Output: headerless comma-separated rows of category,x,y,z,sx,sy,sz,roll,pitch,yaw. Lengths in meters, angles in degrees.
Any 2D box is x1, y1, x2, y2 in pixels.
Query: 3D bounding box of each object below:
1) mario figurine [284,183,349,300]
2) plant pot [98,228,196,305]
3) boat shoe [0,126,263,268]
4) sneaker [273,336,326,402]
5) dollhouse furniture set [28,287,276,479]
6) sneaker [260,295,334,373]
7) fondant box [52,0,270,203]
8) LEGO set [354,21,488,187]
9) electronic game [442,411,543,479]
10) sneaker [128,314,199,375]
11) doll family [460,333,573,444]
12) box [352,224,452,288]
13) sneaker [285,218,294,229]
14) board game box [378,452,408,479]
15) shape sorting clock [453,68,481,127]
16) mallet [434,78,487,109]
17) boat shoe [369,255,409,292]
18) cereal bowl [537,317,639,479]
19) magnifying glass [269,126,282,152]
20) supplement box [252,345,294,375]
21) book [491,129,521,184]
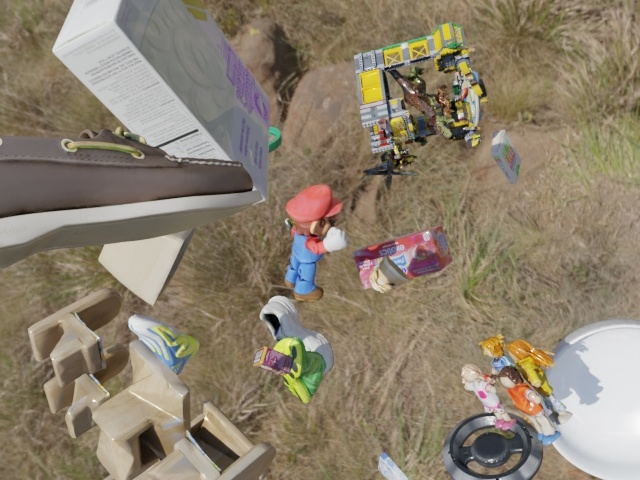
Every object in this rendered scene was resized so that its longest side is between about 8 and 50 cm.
mario figurine,0.000,0.000,1.591,0.198,0.170,0.320,23,123,21
plant pot,-0.244,0.008,0.841,0.096,0.109,0.109,26,108,-7
boat shoe,-0.186,-0.045,0.489,0.117,0.324,0.096,-21,84,46
sneaker,-0.055,0.348,1.708,0.109,0.295,0.123,30,60,28
dollhouse furniture set,-0.219,0.301,0.948,0.362,0.394,0.256,35,46,27
sneaker,-0.083,0.311,1.884,0.297,0.129,0.111,44,115,10
fondant box,-0.192,-0.224,0.840,0.096,0.330,0.238,-18,49,19
LEGO set,0.194,-0.227,1.149,0.255,0.331,0.192,-7,63,6
electronic game,0.399,0.490,1.398,0.229,0.048,0.229,-17,27,9
sneaker,-0.377,0.260,1.405,0.091,0.240,0.126,14,73,31
doll family,0.355,0.251,1.084,0.118,0.263,0.163,-31,86,-13
box,0.245,0.050,1.781,0.257,0.128,0.122,-17,92,29
sneaker,-0.091,-0.056,1.868,0.035,0.083,0.031,-13,106,2
board game box,0.189,0.609,1.565,0.020,0.090,0.090,-31,55,-23
shape sorting clock,0.415,-0.409,1.715,0.040,0.206,0.206,-7,66,0
mallet,0.444,-0.449,1.928,0.190,0.039,0.062,-29,101,12
boat shoe,0.119,0.068,1.082,0.059,0.170,0.063,-43,82,1
cereal bowl,0.626,0.318,1.251,0.339,0.141,0.338,3,100,15
magnifying glass,-0.145,-0.174,1.218,0.092,0.026,0.231,4,35,16
supplement box,-0.115,0.296,1.464,0.055,0.083,0.043,-38,32,57
book,0.565,-0.252,1.823,0.035,0.144,0.096,-7,52,41
